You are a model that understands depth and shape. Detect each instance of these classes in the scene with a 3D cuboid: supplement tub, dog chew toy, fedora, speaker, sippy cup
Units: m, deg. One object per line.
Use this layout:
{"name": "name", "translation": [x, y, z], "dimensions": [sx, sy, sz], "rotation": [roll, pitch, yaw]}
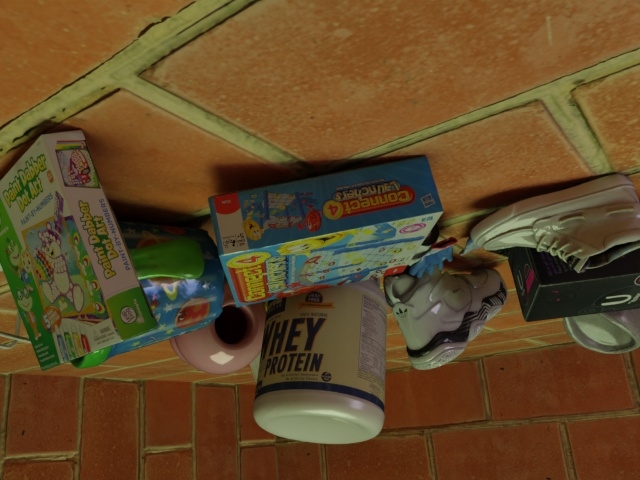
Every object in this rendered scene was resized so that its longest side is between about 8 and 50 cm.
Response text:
{"name": "supplement tub", "translation": [0.007, 0.196, 1.155], "dimensions": [0.236, 0.324, 0.235], "rotation": [4, 148, 2]}
{"name": "dog chew toy", "translation": [-0.254, 0.200, 1.393], "dimensions": [0.207, 0.206, 0.332], "rotation": [6, 168, -28]}
{"name": "fedora", "translation": [0.597, 0.147, 1.307], "dimensions": [0.275, 0.124, 0.244], "rotation": [45, 144, -18]}
{"name": "speaker", "translation": [0.181, 0.006, 1.113], "dimensions": [0.055, 0.055, 0.136], "rotation": [-5, 162, 1]}
{"name": "sippy cup", "translation": [-0.282, 0.068, 0.963], "dimensions": [0.224, 0.239, 0.305], "rotation": [-4, -158, -36]}

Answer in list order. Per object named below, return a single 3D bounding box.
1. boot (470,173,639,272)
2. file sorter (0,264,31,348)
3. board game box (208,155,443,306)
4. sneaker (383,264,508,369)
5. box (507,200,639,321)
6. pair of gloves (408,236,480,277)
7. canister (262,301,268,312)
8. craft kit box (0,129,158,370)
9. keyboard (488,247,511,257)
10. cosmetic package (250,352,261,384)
{"name": "boot", "translation": [0.376, -0.006, 0.959], "dimensions": [0.259, 0.123, 0.095], "rotation": [-21, 154, 18]}
{"name": "file sorter", "translation": [-0.605, 0.091, 1.001], "dimensions": [0.278, 0.172, 0.193], "rotation": [-7, 161, 8]}
{"name": "board game box", "translation": [0.000, 0.000, 0.937], "dimensions": [0.302, 0.086, 0.308], "rotation": [-12, 163, -7]}
{"name": "sneaker", "translation": [0.265, 0.096, 1.294], "dimensions": [0.137, 0.210, 0.366], "rotation": [-23, -171, 44]}
{"name": "box", "translation": [0.496, 0.039, 1.093], "dimensions": [0.271, 0.143, 0.165], "rotation": [-8, 149, 5]}
{"name": "pair of gloves", "translation": [0.257, 0.012, 1.105], "dimensions": [0.198, 0.023, 0.159], "rotation": [-21, 163, -12]}
{"name": "canister", "translation": [-0.087, 0.148, 1.449], "dimensions": [0.126, 0.073, 0.170], "rotation": [-1, 163, -15]}
{"name": "craft kit box", "translation": [-0.324, 0.025, 0.759], "dimensions": [0.250, 0.246, 0.061], "rotation": [-24, 175, 43]}
{"name": "keyboard", "translation": [0.430, 0.000, 1.207], "dimensions": [0.108, 0.023, 0.180], "rotation": [8, 159, -34]}
{"name": "cosmetic package", "translation": [-0.048, 0.281, 1.523], "dimensions": [0.113, 0.160, 0.309], "rotation": [-13, -172, 24]}
